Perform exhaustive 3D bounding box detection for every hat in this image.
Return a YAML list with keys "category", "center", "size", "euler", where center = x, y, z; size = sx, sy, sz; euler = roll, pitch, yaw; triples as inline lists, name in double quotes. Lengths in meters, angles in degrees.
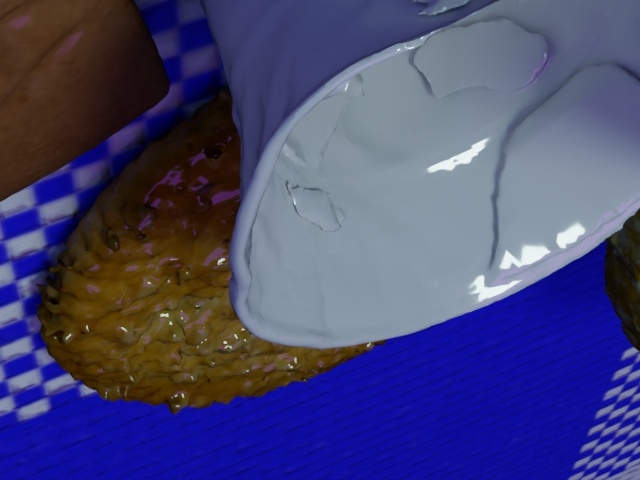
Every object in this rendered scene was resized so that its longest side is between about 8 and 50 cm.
- category: "hat"
  center: [0.034, -0.066, 0.492]
  size: [0.203, 0.126, 0.203]
  euler: [-22, 152, -13]

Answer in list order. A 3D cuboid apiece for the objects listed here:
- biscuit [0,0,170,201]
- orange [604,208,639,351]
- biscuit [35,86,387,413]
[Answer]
- category: "biscuit"
  center: [-0.170, -0.046, 0.428]
  size: [0.306, 0.043, 0.284]
  euler: [-5, 144, -38]
- category: "orange"
  center: [0.218, -0.001, 0.784]
  size: [0.156, 0.134, 0.157]
  euler: [1, 117, 2]
- category: "biscuit"
  center: [0.000, 0.000, 0.672]
  size: [0.254, 0.035, 0.254]
  euler: [-22, 152, -13]
